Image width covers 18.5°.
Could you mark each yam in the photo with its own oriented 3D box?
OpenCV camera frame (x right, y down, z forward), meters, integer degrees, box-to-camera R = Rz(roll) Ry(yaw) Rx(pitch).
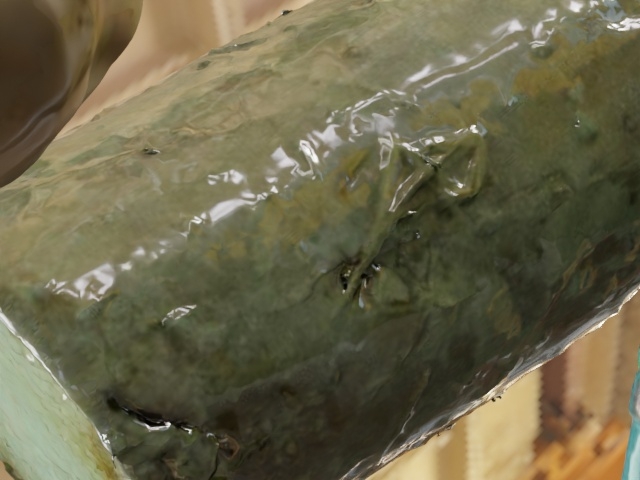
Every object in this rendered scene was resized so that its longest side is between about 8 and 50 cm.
[{"bbox_3d":[0.000,0.000,0.665,0.268,0.161,0.161,-29,-32,-23],"label":"yam"}]

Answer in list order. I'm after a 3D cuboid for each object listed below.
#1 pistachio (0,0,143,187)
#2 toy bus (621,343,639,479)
[{"bbox_3d":[-0.140,-0.075,0.437,0.129,0.206,0.131,133,156,-59],"label":"pistachio"},{"bbox_3d":[0.162,-0.006,0.549,0.256,0.128,0.147,-57,-23,-56],"label":"toy bus"}]
